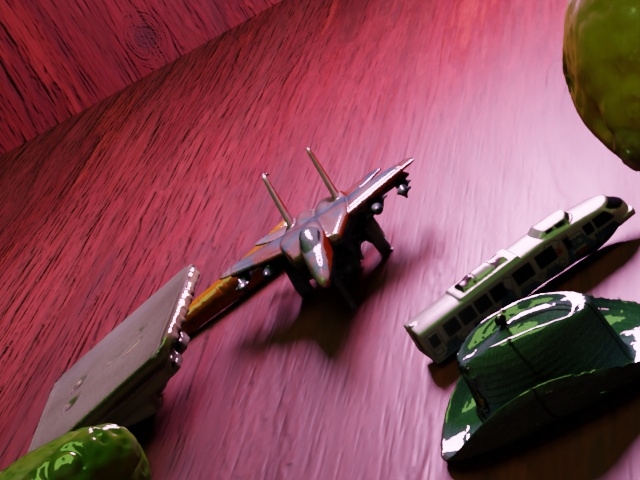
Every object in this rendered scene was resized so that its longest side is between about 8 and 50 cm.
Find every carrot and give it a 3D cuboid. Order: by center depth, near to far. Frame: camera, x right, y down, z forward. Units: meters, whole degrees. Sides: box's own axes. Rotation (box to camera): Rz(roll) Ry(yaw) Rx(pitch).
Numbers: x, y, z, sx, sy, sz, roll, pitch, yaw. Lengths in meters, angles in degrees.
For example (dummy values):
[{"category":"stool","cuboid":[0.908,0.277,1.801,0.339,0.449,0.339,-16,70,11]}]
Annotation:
[{"category":"carrot","cuboid":[-0.087,0.042,2.012,0.190,0.037,0.037,-39,17,-20]}]

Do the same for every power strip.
[{"category":"power strip","cuboid":[-0.180,0.135,1.848,0.213,0.064,0.198,-41,13,20]}]

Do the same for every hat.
[{"category":"hat","cuboid":[0.151,0.078,1.367,0.191,0.078,0.138,-30,17,7]}]

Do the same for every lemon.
[{"category":"lemon","cuboid":[0.317,-0.169,1.478,0.268,0.268,0.322,-15,24,45]}]

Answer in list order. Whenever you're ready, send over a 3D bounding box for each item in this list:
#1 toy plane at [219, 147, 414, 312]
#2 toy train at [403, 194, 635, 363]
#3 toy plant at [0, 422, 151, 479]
[{"category":"toy plane","cuboid":[0.004,0.006,1.831,0.223,0.104,0.326,-31,20,6]},{"category":"toy train","cuboid":[0.162,0.024,1.575,0.207,0.047,0.043,-35,17,-8]},{"category":"toy plant","cuboid":[-0.259,0.234,1.525,0.316,0.184,0.224,-33,-7,-48]}]
